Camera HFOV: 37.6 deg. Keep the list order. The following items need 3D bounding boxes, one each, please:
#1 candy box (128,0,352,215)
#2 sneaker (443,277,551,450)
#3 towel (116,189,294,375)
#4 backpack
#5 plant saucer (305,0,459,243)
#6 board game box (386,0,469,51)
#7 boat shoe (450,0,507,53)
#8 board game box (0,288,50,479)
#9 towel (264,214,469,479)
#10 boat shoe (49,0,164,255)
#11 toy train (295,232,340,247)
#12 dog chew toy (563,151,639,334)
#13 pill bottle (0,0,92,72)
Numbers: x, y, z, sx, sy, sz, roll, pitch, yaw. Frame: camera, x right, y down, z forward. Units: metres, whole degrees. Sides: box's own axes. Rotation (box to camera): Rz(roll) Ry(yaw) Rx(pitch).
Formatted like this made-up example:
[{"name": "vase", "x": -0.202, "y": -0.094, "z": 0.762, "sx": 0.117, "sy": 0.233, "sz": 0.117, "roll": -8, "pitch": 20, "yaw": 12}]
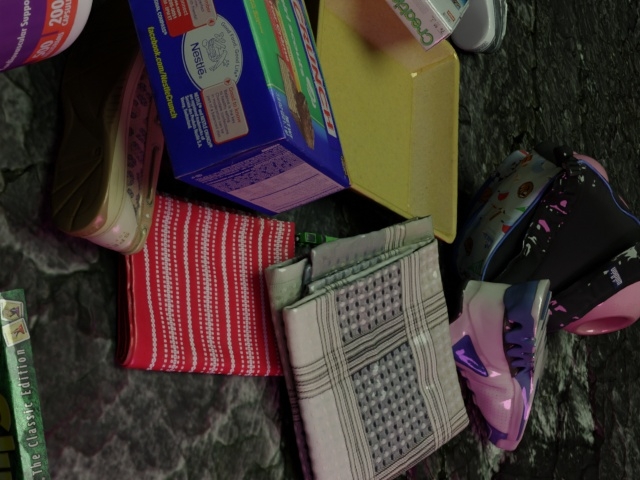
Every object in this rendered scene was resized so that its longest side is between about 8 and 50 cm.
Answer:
[{"name": "candy box", "x": -0.079, "y": -0.183, "z": 1.000, "sx": 0.317, "sy": 0.122, "sz": 0.268, "roll": 20, "pitch": 54, "yaw": -77}, {"name": "sneaker", "x": 0.238, "y": 0.159, "z": 1.397, "sx": 0.316, "sy": 0.182, "sz": 0.127, "roll": 83, "pitch": 29, "yaw": -42}, {"name": "towel", "x": -0.119, "y": 0.051, "z": 1.064, "sx": 0.274, "sy": 0.031, "sz": 0.199, "roll": 12, "pitch": 71, "yaw": -49}, {"name": "backpack", "x": 0.337, "y": 0.004, "z": 1.472, "sx": 0.276, "sy": 0.213, "sz": 0.263, "roll": 40, "pitch": 89, "yaw": -28}, {"name": "plant saucer", "x": 0.074, "y": -0.190, "z": 1.333, "sx": 0.332, "sy": 0.081, "sz": 0.333, "roll": 26, "pitch": 60, "yaw": -43}, {"name": "board game box", "x": 0.095, "y": -0.430, "z": 1.363, "sx": 0.305, "sy": 0.053, "sz": 0.193, "roll": 50, "pitch": 29, "yaw": -10}, {"name": "boat shoe", "x": 0.276, "y": -0.476, "z": 1.646, "sx": 0.102, "sy": 0.108, "sz": 0.301, "roll": -3, "pitch": 85, "yaw": -53}, {"name": "board game box", "x": -0.267, "y": 0.178, "z": 0.758, "sx": 0.030, "sy": 0.136, "sz": 0.260, "roll": -3, "pitch": 81, "yaw": -52}, {"name": "towel", "x": 0.075, "y": 0.146, "z": 1.193, "sx": 0.312, "sy": 0.056, "sz": 0.324, "roll": -18, "pitch": 101, "yaw": -42}, {"name": "boat shoe", "x": -0.205, "y": -0.126, "z": 0.962, "sx": 0.089, "sy": 0.104, "sz": 0.285, "roll": 34, "pitch": 58, "yaw": -51}, {"name": "toy train", "x": 0.000, "y": 0.000, "z": 1.228, "sx": 0.083, "sy": 0.023, "sz": 0.017, "roll": 6, "pitch": 74, "yaw": -49}, {"name": "dog chew toy", "x": 0.469, "y": -0.005, "z": 1.677, "sx": 0.206, "sy": 0.206, "sz": 0.332, "roll": 21, "pitch": 55, "yaw": -46}, {"name": "pill bottle", "x": -0.347, "y": -0.199, "z": 0.738, "sx": 0.323, "sy": 0.181, "sz": 0.182, "roll": -36, "pitch": 107, "yaw": -49}]
